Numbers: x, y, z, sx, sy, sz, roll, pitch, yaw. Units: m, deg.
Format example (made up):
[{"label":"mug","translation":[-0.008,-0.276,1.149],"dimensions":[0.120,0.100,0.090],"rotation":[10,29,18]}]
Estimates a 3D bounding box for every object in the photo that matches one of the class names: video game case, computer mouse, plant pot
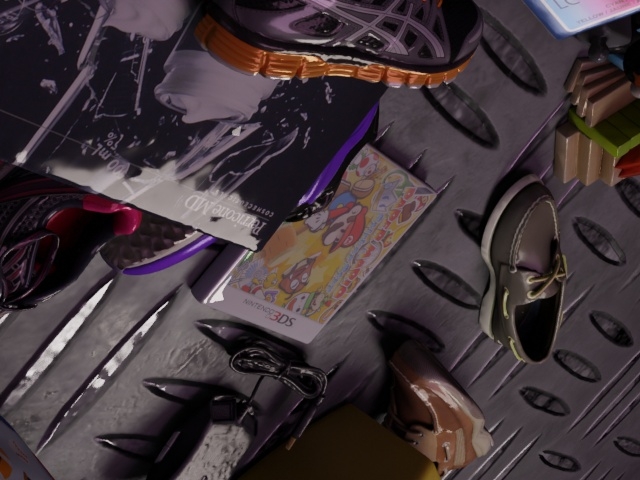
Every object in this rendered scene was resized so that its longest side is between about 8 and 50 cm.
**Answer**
[{"label":"video game case","translation":[0.000,0.000,1.204],"dimensions":[0.227,0.026,0.206],"rotation":[-50,145,9]},{"label":"computer mouse","translation":[-0.103,0.229,1.318],"dimensions":[0.184,0.060,0.262],"rotation":[23,98,-49]},{"label":"plant pot","translation":[0.044,0.337,1.465],"dimensions":[0.187,0.212,0.212],"rotation":[-49,147,-15]}]

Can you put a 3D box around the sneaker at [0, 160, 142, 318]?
[{"label":"sneaker","translation":[-0.270,0.027,0.886],"dimensions":[0.299,0.112,0.121],"rotation":[-44,146,1]}]

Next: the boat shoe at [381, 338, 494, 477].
[{"label":"boat shoe","translation":[0.144,0.239,1.522],"dimensions":[0.116,0.123,0.324],"rotation":[-38,144,-4]}]

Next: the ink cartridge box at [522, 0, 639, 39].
[{"label":"ink cartridge box","translation":[0.110,-0.340,0.700],"dimensions":[0.151,0.269,0.395],"rotation":[-20,149,30]}]

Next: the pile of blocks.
[{"label":"pile of blocks","translation":[0.379,-0.194,1.305],"dimensions":[0.149,0.112,0.362],"rotation":[-14,136,-36]}]

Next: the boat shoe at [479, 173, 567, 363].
[{"label":"boat shoe","translation":[0.266,0.043,1.459],"dimensions":[0.109,0.091,0.305],"rotation":[-30,143,-20]}]

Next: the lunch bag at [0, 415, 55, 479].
[{"label":"lunch bag","translation":[-0.286,0.334,1.010],"dimensions":[0.239,0.328,0.385],"rotation":[-28,144,-24]}]

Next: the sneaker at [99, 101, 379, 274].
[{"label":"sneaker","translation":[-0.056,-0.049,1.029],"dimensions":[0.293,0.102,0.146],"rotation":[-38,146,-8]}]

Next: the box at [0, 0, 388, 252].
[{"label":"box","translation":[-0.094,-0.193,0.772],"dimensions":[0.312,0.179,0.343],"rotation":[-51,145,13]}]

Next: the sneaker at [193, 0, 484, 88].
[{"label":"sneaker","translation":[0.027,-0.147,0.715],"dimensions":[0.215,0.084,0.083],"rotation":[-8,127,-40]}]

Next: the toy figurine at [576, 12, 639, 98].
[{"label":"toy figurine","translation":[0.341,-0.249,1.127],"dimensions":[0.148,0.213,0.209],"rotation":[12,121,-40]}]
